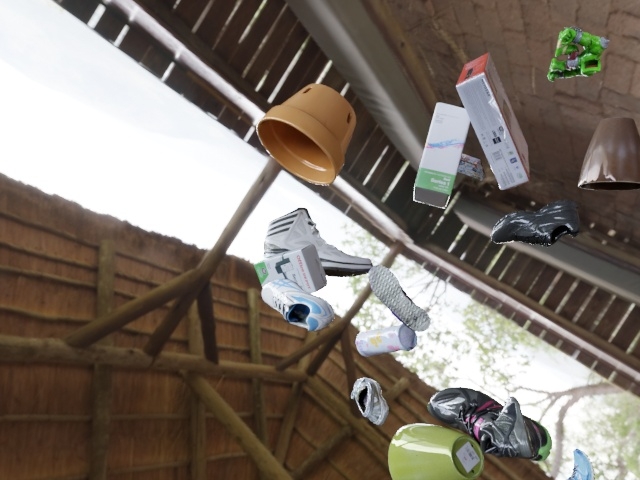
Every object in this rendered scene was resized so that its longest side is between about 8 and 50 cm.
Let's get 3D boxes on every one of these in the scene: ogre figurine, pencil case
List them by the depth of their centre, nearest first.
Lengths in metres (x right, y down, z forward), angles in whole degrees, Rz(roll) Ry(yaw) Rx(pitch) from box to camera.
[{"bbox_3d":[0.688,-0.491,1.318,0.118,0.097,0.197,11,146,16],"label":"ogre figurine"},{"bbox_3d":[0.276,0.421,2.068,0.124,0.114,0.273,12,157,-39],"label":"pencil case"}]

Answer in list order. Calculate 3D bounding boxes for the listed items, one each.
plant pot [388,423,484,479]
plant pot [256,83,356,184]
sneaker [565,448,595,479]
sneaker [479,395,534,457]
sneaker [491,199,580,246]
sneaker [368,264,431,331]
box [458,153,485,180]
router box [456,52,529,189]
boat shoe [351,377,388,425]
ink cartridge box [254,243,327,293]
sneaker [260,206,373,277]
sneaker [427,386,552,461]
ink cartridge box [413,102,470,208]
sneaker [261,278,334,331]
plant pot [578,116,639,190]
[{"bbox_3d":[0.433,0.781,1.756,0.274,0.275,0.293,32,145,-7],"label":"plant pot"},{"bbox_3d":[-0.022,-0.342,1.530,0.290,0.204,0.291,30,161,12],"label":"plant pot"},{"bbox_3d":[0.734,0.679,1.399,0.073,0.162,0.063,2,155,9],"label":"sneaker"},{"bbox_3d":[0.495,0.506,1.343,0.227,0.130,0.087,-52,-56,-67],"label":"sneaker"},{"bbox_3d":[0.710,-0.035,1.630,0.286,0.130,0.109,-21,141,32],"label":"sneaker"},{"bbox_3d":[0.274,0.220,1.819,0.293,0.102,0.146,50,174,4],"label":"sneaker"},{"bbox_3d":[0.518,-0.272,1.758,0.137,0.027,0.094,32,170,40],"label":"box"},{"bbox_3d":[0.519,-0.362,1.463,0.336,0.082,0.301,59,-148,-18],"label":"router box"},{"bbox_3d":[0.198,0.679,2.124,0.103,0.118,0.320,27,-173,-14],"label":"boat shoe"},{"bbox_3d":[-0.099,0.112,1.649,0.086,0.208,0.153,-27,-82,-58],"label":"ink cartridge box"},{"bbox_3d":[0.000,0.000,1.915,0.446,0.258,0.169,7,166,-13],"label":"sneaker"},{"bbox_3d":[0.620,0.684,1.876,0.482,0.186,0.202,7,172,43],"label":"sneaker"},{"bbox_3d":[0.389,-0.266,1.577,0.116,0.279,0.201,15,174,12],"label":"ink cartridge box"},{"bbox_3d":[-0.070,0.148,1.147,0.086,0.085,0.237,-15,-160,-40],"label":"sneaker"},{"bbox_3d":[1.027,-0.303,1.719,0.215,0.231,0.215,4,180,0],"label":"plant pot"}]
